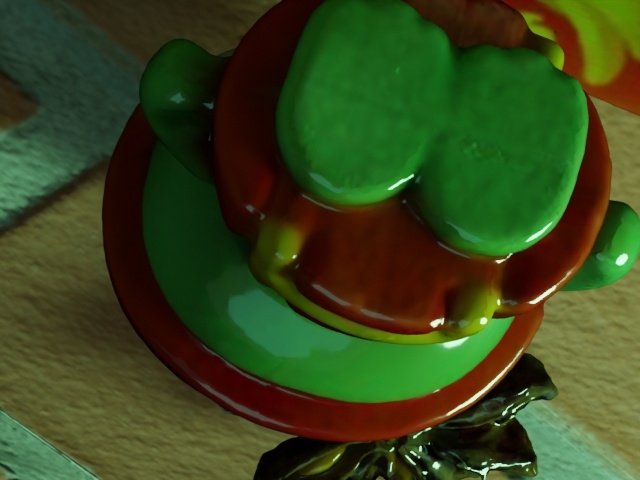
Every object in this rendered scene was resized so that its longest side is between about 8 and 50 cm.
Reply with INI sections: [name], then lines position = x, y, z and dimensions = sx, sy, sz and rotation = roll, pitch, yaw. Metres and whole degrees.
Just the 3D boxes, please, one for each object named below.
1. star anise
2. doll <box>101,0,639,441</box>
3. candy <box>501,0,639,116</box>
[star anise]
position = 0.040, 0.119, 0.976
dimensions = 0.177, 0.073, 0.234
rotation = -2, 120, 9
[doll]
position = 0.000, -0.001, 0.743
dimensions = 0.183, 0.160, 0.363
rotation = 14, 174, -9
[candy]
position = 0.111, -0.132, 0.669
dimensions = 0.276, 0.088, 0.146
rotation = 24, 140, -6
